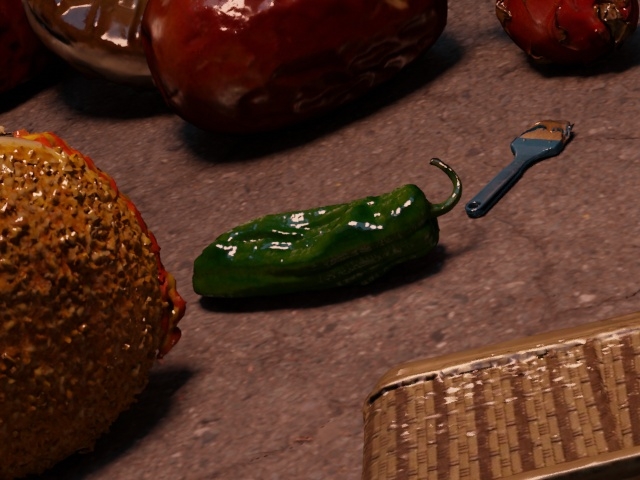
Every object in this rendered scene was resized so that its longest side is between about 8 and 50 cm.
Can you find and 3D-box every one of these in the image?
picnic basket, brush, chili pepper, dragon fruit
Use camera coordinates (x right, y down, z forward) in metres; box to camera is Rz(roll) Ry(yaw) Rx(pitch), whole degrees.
[{"bbox_3d":[0.156,0.205,0.890,0.228,0.313,0.175,-15,17,9],"label":"picnic basket"},{"bbox_3d":[0.180,-0.067,1.719,0.051,0.014,0.164,3,34,38],"label":"brush"},{"bbox_3d":[0.002,0.002,1.626,0.257,0.074,0.100,-11,28,15],"label":"chili pepper"},{"bbox_3d":[0.217,-0.258,1.903,0.246,0.125,0.125,30,55,26],"label":"dragon fruit"}]

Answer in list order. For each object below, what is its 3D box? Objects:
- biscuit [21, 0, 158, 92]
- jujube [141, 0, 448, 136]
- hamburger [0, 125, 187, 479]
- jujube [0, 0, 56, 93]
[{"bbox_3d":[-0.188,-0.298,2.159,0.332,0.103,0.332,4,45,-4],"label":"biscuit"},{"bbox_3d":[-0.029,-0.228,1.949,0.318,0.223,0.223,-20,26,-13],"label":"jujube"},{"bbox_3d":[-0.260,0.050,1.475,0.294,0.276,0.179,-37,21,-26],"label":"hamburger"},{"bbox_3d":[-0.425,-0.319,2.320,0.276,0.276,0.377,-5,42,24],"label":"jujube"}]
